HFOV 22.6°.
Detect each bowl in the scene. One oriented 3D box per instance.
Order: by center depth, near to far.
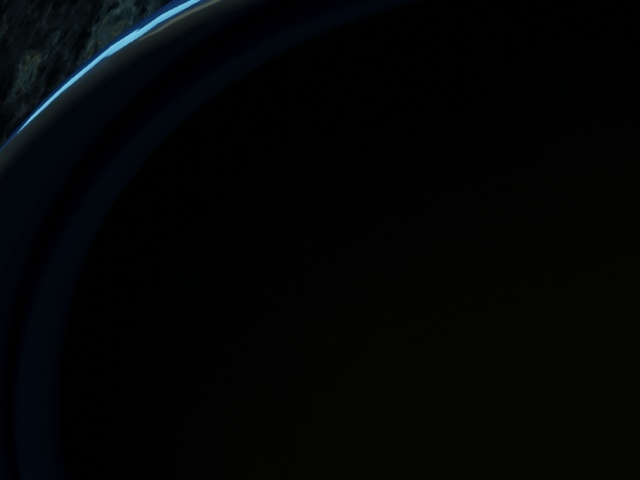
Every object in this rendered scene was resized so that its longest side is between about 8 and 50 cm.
[{"bbox_3d":[0.071,0.093,0.440,0.391,0.391,0.077,-38,12,29],"label":"bowl"}]

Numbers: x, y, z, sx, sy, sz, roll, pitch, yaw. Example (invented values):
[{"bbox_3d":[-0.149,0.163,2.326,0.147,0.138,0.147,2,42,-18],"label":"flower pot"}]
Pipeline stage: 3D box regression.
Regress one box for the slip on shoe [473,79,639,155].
[{"bbox_3d":[0.000,0.000,0.548,0.331,0.123,0.101,-25,32,37],"label":"slip on shoe"}]
